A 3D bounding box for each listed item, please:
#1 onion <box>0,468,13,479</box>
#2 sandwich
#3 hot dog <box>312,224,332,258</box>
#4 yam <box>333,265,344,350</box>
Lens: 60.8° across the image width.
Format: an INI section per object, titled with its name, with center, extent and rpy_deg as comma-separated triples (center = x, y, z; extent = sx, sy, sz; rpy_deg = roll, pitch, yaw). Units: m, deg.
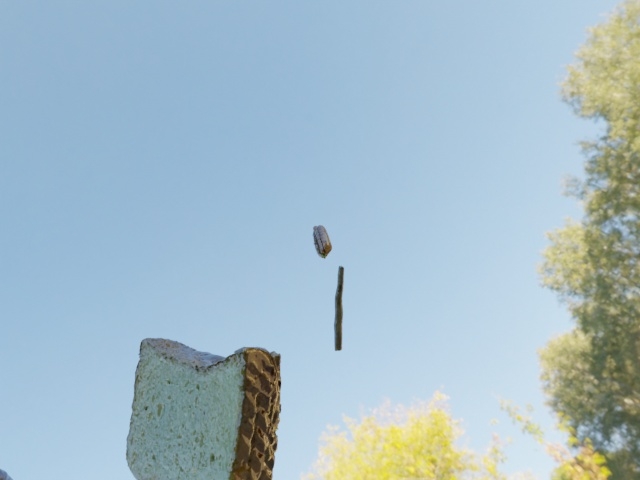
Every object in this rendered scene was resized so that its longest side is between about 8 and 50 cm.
[onion]
center = -0.775, 0.545, 1.159
extent = 0.272, 0.195, 0.272
rpy_deg = -7, -60, -12
[sandwich]
center = -0.147, 0.212, 0.662
extent = 0.065, 0.215, 0.186
rpy_deg = 17, -103, -49
[hot dog]
center = 0.000, 0.000, 1.412
extent = 0.037, 0.122, 0.049
rpy_deg = 26, -65, -31
[yam]
center = 0.052, 0.186, 1.501
extent = 0.029, 0.027, 0.234
rpy_deg = 5, -93, -37
